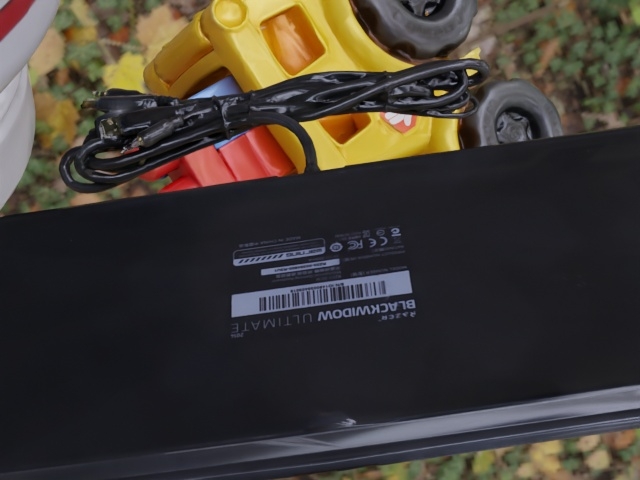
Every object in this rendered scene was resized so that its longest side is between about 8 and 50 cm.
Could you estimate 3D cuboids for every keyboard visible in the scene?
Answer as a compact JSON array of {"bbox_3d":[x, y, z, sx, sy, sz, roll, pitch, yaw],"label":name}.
[{"bbox_3d":[0.000,0.000,0.391,0.201,0.317,0.033,-94,176,-48],"label":"keyboard"}]

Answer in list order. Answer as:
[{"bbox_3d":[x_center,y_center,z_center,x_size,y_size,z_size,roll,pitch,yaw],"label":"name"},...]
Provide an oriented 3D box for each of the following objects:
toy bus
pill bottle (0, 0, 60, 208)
[{"bbox_3d":[0.002,-0.049,0.636,0.211,0.149,0.220,-39,98,-30],"label":"toy bus"},{"bbox_3d":[-0.199,-0.160,0.348,0.229,0.408,0.229,3,56,-4],"label":"pill bottle"}]
